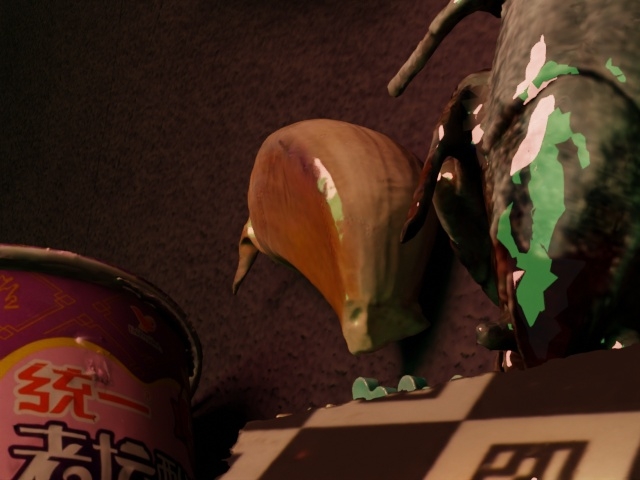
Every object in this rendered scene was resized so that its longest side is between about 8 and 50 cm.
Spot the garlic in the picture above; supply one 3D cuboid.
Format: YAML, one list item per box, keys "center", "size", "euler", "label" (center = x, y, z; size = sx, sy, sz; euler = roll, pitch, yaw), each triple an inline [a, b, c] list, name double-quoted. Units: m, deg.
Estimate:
- center: [-0.003, -0.010, 0.746]
  size: [0.198, 0.091, 0.128]
  euler: [16, 98, 56]
  label: "garlic"

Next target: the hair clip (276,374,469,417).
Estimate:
- center: [0.043, 0.093, 0.642]
  size: [0.173, 0.049, 0.049]
  euler: [-8, 65, 51]
  label: "hair clip"

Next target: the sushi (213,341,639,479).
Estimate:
- center: [0.110, 0.113, 0.262]
  size: [0.340, 0.068, 0.320]
  euler: [-13, 17, 15]
  label: "sushi"

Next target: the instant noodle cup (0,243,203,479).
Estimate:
- center: [-0.214, 0.204, 0.733]
  size: [0.340, 0.340, 0.266]
  euler: [-46, 45, 34]
  label: "instant noodle cup"

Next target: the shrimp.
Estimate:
- center: [0.130, -0.078, 0.509]
  size: [0.221, 0.166, 0.410]
  euler: [4, 78, 31]
  label: "shrimp"
